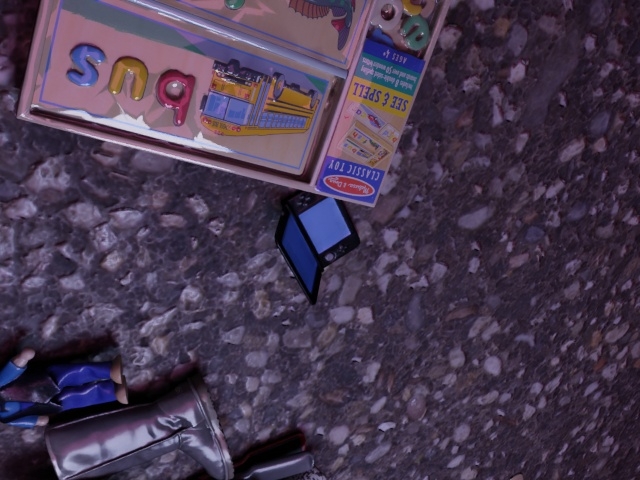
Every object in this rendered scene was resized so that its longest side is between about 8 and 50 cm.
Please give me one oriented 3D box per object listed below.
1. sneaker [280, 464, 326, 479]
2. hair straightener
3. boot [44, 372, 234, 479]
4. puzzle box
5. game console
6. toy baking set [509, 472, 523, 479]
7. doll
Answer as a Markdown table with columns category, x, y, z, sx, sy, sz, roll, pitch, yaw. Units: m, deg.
| category | x | y | z | sx | sy | sz | roll | pitch | yaw |
| --- | --- | --- | --- | --- | --- | --- | --- | --- | --- |
| sneaker | -0.006 | 0.523 | 1.034 | 0.182 | 0.158 | 0.411 | -34 | 131 | -23 |
| hair straightener | -0.116 | 0.357 | 0.914 | 0.230 | 0.089 | 0.047 | -11 | 117 | -19 |
| boot | -0.235 | 0.285 | 0.828 | 0.208 | 0.076 | 0.190 | -24 | 111 | -20 |
| puzzle box | -0.072 | -0.203 | 0.643 | 0.408 | 0.052 | 0.272 | 11 | 108 | -29 |
| game console | 0.000 | 0.000 | 0.786 | 0.107 | 0.071 | 0.122 | -32 | 126 | -7 |
| toy baking set | 0.377 | 0.616 | 1.323 | 0.196 | 0.030 | 0.256 | 37 | 97 | -35 |
| doll | -0.334 | 0.178 | 0.740 | 0.188 | 0.046 | 0.129 | -9 | 126 | -14 |
